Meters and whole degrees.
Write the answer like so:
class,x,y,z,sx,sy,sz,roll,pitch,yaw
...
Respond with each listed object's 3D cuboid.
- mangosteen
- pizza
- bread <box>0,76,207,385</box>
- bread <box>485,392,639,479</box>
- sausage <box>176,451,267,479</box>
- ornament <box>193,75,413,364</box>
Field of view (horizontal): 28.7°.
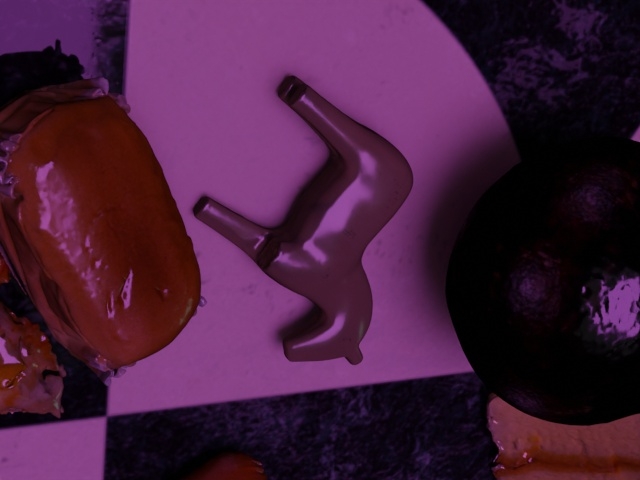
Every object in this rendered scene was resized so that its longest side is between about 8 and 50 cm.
class,x,y,z,sx,sy,sz,roll,pitch,yaw
mangosteen,0.279,0.058,1.230,0.297,0.297,0.313,-40,81,-7
pizza,-0.334,0.072,1.055,0.189,0.071,0.297,-38,123,-9
bread,-0.191,-0.009,1.054,0.136,0.107,0.241,-42,126,-32
bread,0.294,0.253,1.413,0.178,0.135,0.240,-26,124,-5
sausage,-0.139,0.280,1.242,0.198,0.076,0.076,-30,121,-15
ornament,0.000,0.000,1.202,0.245,0.061,0.230,35,94,-30
